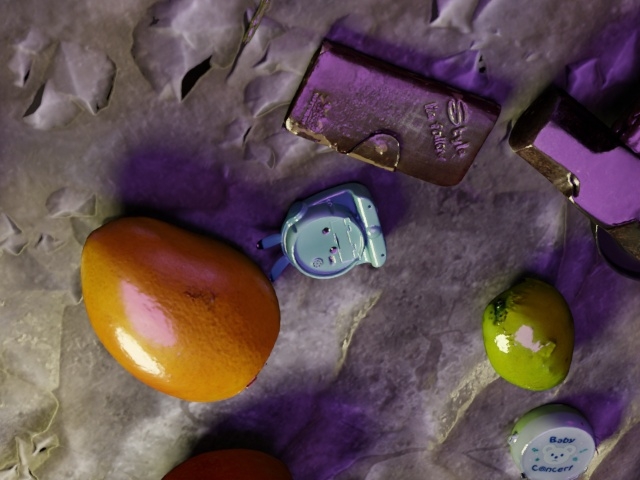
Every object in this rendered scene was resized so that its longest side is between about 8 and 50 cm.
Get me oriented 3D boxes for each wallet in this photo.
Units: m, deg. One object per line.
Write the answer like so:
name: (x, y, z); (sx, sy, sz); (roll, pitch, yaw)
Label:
wallet: (0.081, -0.135, 1.449); (0.232, 0.031, 0.122); (17, 118, -21)

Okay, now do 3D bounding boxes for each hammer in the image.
hammer: (0.420, -0.185, 1.436); (0.242, 0.095, 0.409); (36, 102, -11)

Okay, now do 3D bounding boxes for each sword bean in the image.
sword bean: (-0.062, -0.244, 1.360); (0.012, 0.012, 0.083); (15, 119, -20)

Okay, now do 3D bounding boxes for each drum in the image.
drum: (0.289, 0.333, 1.800); (0.130, 0.049, 0.253); (17, 120, -21)

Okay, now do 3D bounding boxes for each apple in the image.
apple: (-0.120, 0.378, 1.656); (0.201, 0.218, 0.218); (-12, 126, -4)

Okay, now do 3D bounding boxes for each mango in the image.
mango: (-0.174, 0.076, 1.485); (0.257, 0.138, 0.187); (29, 103, -33)
mango: (0.267, 0.127, 1.625); (0.119, 0.100, 0.178); (-27, 132, 5)

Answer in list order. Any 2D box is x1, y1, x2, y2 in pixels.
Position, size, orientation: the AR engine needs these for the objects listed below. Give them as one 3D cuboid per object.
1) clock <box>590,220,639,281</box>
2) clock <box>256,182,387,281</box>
clock: (0.419, -0.033, 1.577); (0.184, 0.040, 0.184); (-5, 126, -7)
clock: (0.000, -0.001, 1.517); (0.147, 0.045, 0.108); (-18, 123, -1)
